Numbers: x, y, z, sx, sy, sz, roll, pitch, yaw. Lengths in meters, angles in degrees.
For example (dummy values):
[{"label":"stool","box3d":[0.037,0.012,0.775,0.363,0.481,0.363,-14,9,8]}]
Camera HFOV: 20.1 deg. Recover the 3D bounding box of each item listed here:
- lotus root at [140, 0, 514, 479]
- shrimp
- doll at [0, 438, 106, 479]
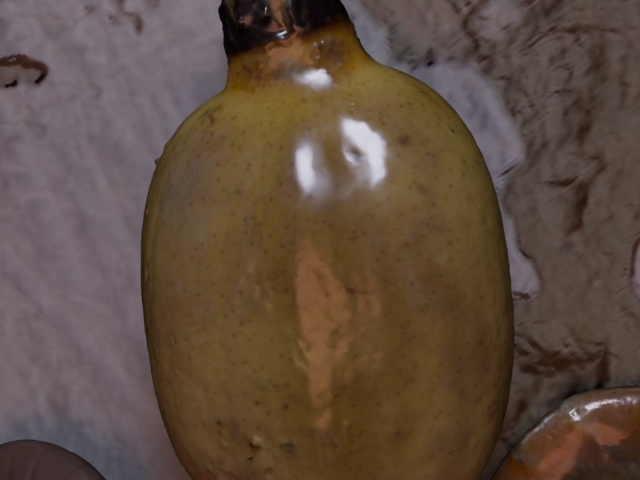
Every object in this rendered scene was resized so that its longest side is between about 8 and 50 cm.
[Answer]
[{"label":"lotus root","box3d":[0.000,0.000,0.881,0.183,0.183,0.310,-4,104,6]},{"label":"shrimp","box3d":[0.131,0.190,0.996,0.143,0.052,0.251,36,108,-12]},{"label":"doll","box3d":[-0.167,0.183,1.003,0.188,0.096,0.145,-13,95,35]}]
